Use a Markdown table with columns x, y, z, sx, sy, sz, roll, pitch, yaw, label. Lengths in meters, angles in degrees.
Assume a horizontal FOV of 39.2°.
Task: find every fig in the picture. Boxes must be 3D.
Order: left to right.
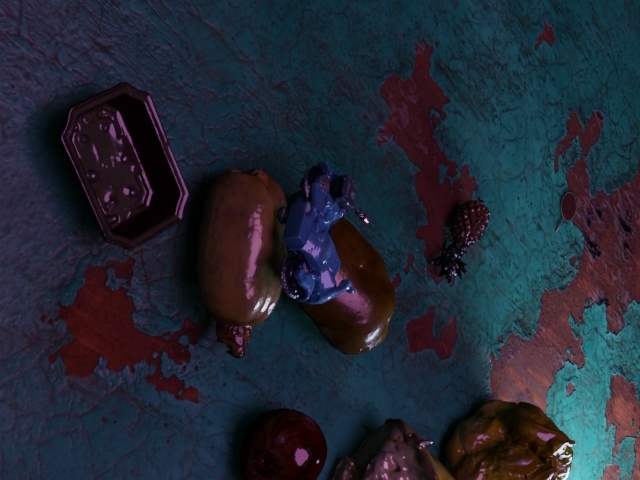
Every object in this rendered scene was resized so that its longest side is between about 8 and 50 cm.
| x | y | z | sx | sy | sz | roll | pitch | yaw | label |
| --- | --- | --- | --- | --- | --- | --- | --- | --- | --- |
| -0.054 | 0.400 | 1.730 | 0.207 | 0.175 | 0.175 | -12 | 102 | -57 | fig |

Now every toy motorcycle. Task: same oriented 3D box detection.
| x | y | z | sx | sy | sz | roll | pitch | yaw | label |
| --- | --- | --- | --- | --- | --- | --- | --- | --- | --- |
| 0.000 | 0.000 | 1.601 | 0.182 | 0.123 | 0.272 | 46 | 49 | -47 | toy motorcycle |

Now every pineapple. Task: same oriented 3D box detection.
| x | y | z | sx | sy | sz | roll | pitch | yaw | label |
| --- | --- | --- | --- | --- | --- | --- | --- | --- | --- |
| 0.333 | -0.009 | 2.088 | 0.083 | 0.103 | 0.221 | 30 | 70 | -5 | pineapple |

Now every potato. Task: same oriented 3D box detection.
| x | y | z | sx | sy | sz | roll | pitch | yaw | label |
| --- | --- | --- | --- | --- | --- | --- | --- | --- | --- |
| 0.032 | 0.066 | 1.776 | 0.195 | 0.176 | 0.369 | -37 | 116 | -6 | potato |

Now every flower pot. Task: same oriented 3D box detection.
| x | y | z | sx | sy | sz | roll | pitch | yaw | label |
| --- | --- | --- | --- | --- | --- | --- | --- | --- | --- |
| -0.334 | -0.120 | 1.466 | 0.179 | 0.084 | 0.251 | -36 | 117 | -36 | flower pot |

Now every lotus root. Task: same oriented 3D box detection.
| x | y | z | sx | sy | sz | roll | pitch | yaw | label |
| --- | --- | --- | --- | --- | --- | --- | --- | --- | --- |
| -0.145 | 0.038 | 1.610 | 0.169 | 0.151 | 0.343 | 6 | 89 | -59 | lotus root |

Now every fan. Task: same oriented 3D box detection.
| x | y | z | sx | sy | sz | roll | pitch | yaw | label |
| --- | --- | --- | --- | --- | --- | --- | --- | --- | --- |
| 0.670 | -0.074 | 2.455 | 0.085 | 0.005 | 0.133 | 49 | 61 | -35 | fan |

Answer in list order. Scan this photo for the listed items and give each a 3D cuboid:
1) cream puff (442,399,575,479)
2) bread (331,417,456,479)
| x | y | z | sx | sy | sz | roll | pitch | yaw | label |
| --- | --- | --- | --- | --- | --- | --- | --- | --- | --- |
| 0.461 | 0.553 | 2.148 | 0.324 | 0.257 | 0.291 | -28 | 108 | -38 | cream puff |
| 0.206 | 0.623 | 1.913 | 0.394 | 0.250 | 0.361 | 45 | 65 | -37 | bread |
